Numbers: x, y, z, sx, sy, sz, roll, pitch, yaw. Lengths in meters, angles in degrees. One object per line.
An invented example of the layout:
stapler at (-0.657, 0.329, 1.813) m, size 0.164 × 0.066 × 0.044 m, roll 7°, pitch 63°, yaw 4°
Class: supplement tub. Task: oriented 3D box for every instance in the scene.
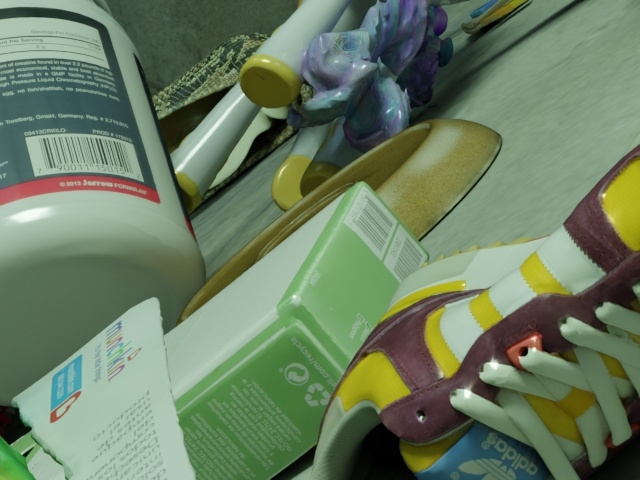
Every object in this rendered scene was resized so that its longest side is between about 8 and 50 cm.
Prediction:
supplement tub at (-0.196, -0.046, 1.028) m, size 0.191 × 0.191 × 0.272 m, roll -35°, pitch 51°, yaw 19°

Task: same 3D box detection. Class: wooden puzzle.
wooden puzzle at (0.159, -0.204, 1.376) m, size 0.078 × 0.014 × 0.116 m, roll -31°, pitch 10°, yaw 16°

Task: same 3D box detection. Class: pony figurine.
pony figurine at (0.044, -0.195, 1.094) m, size 0.351 × 0.303 × 0.363 m, roll -41°, pitch 17°, yaw 57°

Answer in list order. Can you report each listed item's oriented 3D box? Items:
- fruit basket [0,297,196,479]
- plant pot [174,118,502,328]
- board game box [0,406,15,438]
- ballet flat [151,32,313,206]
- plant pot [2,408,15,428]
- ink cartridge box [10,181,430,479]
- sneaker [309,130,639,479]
fruit basket at (-0.142, 0.166, 0.336) m, size 0.327 × 0.165 × 0.353 m, roll -39°, pitch 24°, yaw 0°
plant pot at (0.000, 0.000, 0.890) m, size 0.236 × 0.032 × 0.236 m, roll -37°, pitch 9°, yaw 7°
board game box at (-0.244, 0.147, 1.078) m, size 0.168 × 0.033 × 0.133 m, roll -66°, pitch 6°, yaw -19°
ballet flat at (-0.210, -0.062, 1.762) m, size 0.483 × 0.164 × 0.182 m, roll -36°, pitch 24°, yaw 0°
plant pot at (-0.366, 0.036, 1.331) m, size 0.341 × 0.341 × 0.334 m, roll -37°, pitch 1°, yaw 7°
ink cartridge box at (-0.066, 0.079, 0.667) m, size 0.235 × 0.056 × 0.171 m, roll -39°, pitch 7°, yaw 18°
sneaker at (0.064, 0.030, 0.371) m, size 0.185 × 0.069 × 0.084 m, roll -37°, pitch 15°, yaw 52°
